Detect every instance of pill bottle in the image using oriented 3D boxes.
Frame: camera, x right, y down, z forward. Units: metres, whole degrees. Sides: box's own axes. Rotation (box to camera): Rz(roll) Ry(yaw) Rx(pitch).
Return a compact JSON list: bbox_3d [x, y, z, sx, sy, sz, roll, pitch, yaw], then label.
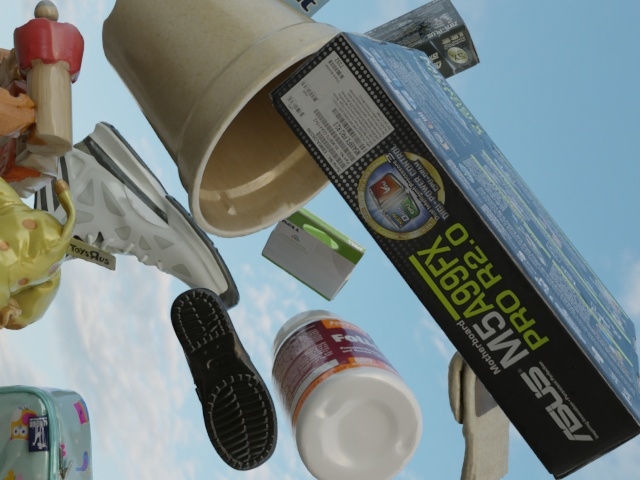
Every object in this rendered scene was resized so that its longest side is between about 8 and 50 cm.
[{"bbox_3d":[0.029,0.278,1.535,0.392,0.224,0.224,-133,-142,-71],"label":"pill bottle"}]

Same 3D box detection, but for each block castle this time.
[{"bbox_3d":[-0.529,-0.170,1.043,0.453,0.303,0.212,-23,-115,40],"label":"block castle"}]

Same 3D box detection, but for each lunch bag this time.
[{"bbox_3d":[-0.424,0.302,1.022,0.108,0.279,0.224,41,43,-70],"label":"lunch bag"}]

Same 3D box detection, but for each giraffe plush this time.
[{"bbox_3d":[-0.330,0.036,0.770,0.210,0.170,0.181,6,-63,19],"label":"giraffe plush"}]

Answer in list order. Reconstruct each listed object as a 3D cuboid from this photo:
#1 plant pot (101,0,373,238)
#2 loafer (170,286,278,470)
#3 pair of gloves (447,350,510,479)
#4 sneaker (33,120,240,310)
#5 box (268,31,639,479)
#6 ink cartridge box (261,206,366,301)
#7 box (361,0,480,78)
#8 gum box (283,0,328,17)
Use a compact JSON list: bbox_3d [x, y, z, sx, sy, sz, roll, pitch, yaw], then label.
[{"bbox_3d":[-0.129,-0.227,1.119,0.305,0.334,0.334,46,-41,21],"label":"plant pot"},{"bbox_3d":[-0.107,0.154,0.928,0.078,0.080,0.220,-162,-125,-81],"label":"loafer"},{"bbox_3d":[0.229,0.153,0.929,0.042,0.240,0.204,18,-59,47],"label":"pair of gloves"},{"bbox_3d":[-0.368,0.013,1.530,0.447,0.257,0.169,48,-12,10],"label":"sneaker"},{"bbox_3d":[0.104,-0.008,0.534,0.060,0.216,0.270,-38,-94,21],"label":"box"},{"bbox_3d":[0.000,0.000,1.679,0.189,0.097,0.255,34,-29,1],"label":"ink cartridge box"},{"bbox_3d":[0.157,-0.319,1.362,0.147,0.180,0.077,-99,163,-55],"label":"box"},{"bbox_3d":[-0.055,-0.441,1.339,0.184,0.041,0.157,-39,-73,20],"label":"gum box"}]
